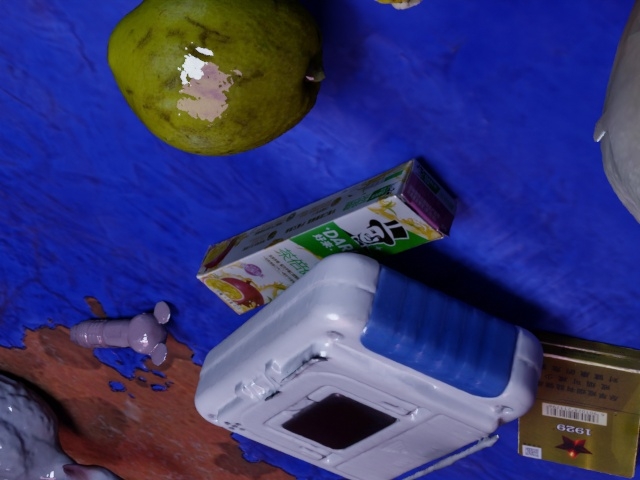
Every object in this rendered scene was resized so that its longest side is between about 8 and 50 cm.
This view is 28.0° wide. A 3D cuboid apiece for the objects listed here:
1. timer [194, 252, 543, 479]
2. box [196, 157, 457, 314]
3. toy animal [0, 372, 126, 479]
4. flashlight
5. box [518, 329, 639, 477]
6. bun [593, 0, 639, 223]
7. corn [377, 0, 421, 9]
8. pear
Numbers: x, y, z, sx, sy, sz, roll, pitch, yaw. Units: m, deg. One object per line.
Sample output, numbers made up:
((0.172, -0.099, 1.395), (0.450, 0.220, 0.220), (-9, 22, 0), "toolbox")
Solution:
((0.025, 0.108, 0.932), (0.178, 0.078, 0.253), (24, 150, -16), "timer")
((0.000, 0.000, 0.887), (0.207, 0.041, 0.050), (-22, 124, 42), "box")
((-0.288, 0.184, 1.194), (0.324, 0.090, 0.195), (9, 145, 31), "toy animal")
((-0.162, 0.077, 1.061), (0.110, 0.052, 0.031), (-4, 169, 37), "flashlight")
((0.191, 0.122, 0.944), (0.090, 0.023, 0.133), (10, 139, 18), "box")
((0.236, -0.072, 0.555), (0.204, 0.281, 0.282), (32, 148, 32), "bun")
((0.020, -0.215, 0.610), (0.080, 0.080, 0.238), (4, 134, 22), "corn")
((-0.060, -0.102, 0.753), (0.131, 0.107, 0.107), (11, 139, 21), "pear")
